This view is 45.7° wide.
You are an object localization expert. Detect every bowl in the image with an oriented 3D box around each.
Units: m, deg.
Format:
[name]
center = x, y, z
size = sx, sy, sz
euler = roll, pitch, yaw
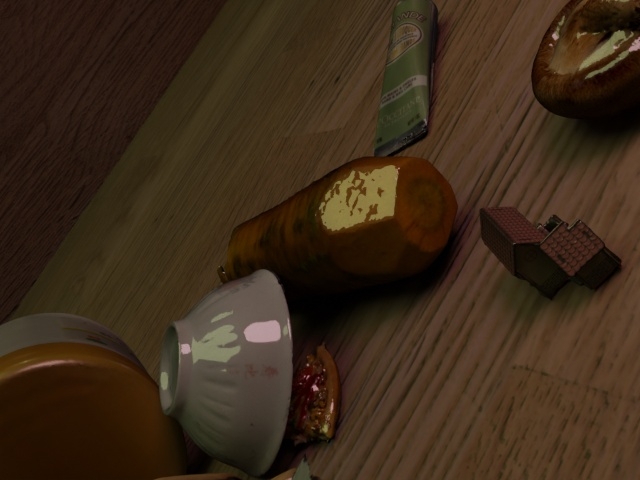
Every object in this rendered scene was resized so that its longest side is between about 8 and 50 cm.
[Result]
[bowl]
center = -0.095, 0.114, 0.680
size = 0.189, 0.086, 0.188
euler = -173, 90, -67

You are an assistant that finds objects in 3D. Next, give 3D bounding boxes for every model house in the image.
[model house]
center = 0.148, 0.002, 0.509
size = 0.057, 0.058, 0.083
euler = -48, 24, 14

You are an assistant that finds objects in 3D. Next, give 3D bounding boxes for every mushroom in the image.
[mushroom]
center = 0.209, -0.147, 0.563
size = 0.127, 0.087, 0.127
euler = -37, 30, 25

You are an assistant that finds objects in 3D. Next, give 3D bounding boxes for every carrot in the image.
[carrot]
center = 0.000, 0.000, 0.725
size = 0.302, 0.114, 0.114
euler = -20, 40, 53

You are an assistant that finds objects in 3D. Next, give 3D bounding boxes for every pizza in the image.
[pizza]
center = -0.012, 0.141, 0.655
size = 0.100, 0.029, 0.099
euler = -56, 25, -3

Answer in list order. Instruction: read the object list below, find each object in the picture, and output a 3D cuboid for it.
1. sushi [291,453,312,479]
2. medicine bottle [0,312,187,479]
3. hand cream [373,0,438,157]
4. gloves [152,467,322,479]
[sushi]
center = -0.023, 0.295, 0.350
size = 0.292, 0.059, 0.294
euler = -64, 15, 5
[medicine bottle]
center = -0.279, 0.210, 0.800
size = 0.237, 0.238, 0.232
euler = -57, 22, -6
[hand cream]
center = 0.102, -0.199, 0.883
size = 0.086, 0.055, 0.235
euler = -30, 40, 48
[gloves]
center = -0.118, 0.270, 0.564
size = 0.301, 0.152, 0.197
euler = -38, 52, 1
